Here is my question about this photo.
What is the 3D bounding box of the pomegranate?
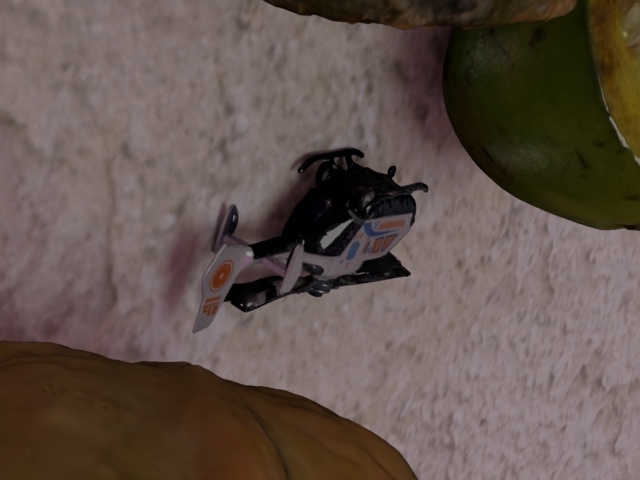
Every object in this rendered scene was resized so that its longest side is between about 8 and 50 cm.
[{"bbox_3d":[0.140,-0.113,0.945,0.241,0.159,0.190,47,56,-27],"label":"pomegranate"}]

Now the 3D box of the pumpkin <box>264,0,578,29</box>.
[{"bbox_3d":[0.069,-0.194,0.750,0.280,0.190,0.139,-27,129,-46],"label":"pumpkin"}]

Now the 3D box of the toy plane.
[{"bbox_3d":[0.000,-0.001,0.893,0.197,0.053,0.078,-17,131,-55],"label":"toy plane"}]

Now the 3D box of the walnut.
[{"bbox_3d":[-0.085,0.187,0.701,0.253,0.282,0.277,-133,-124,-84],"label":"walnut"}]
